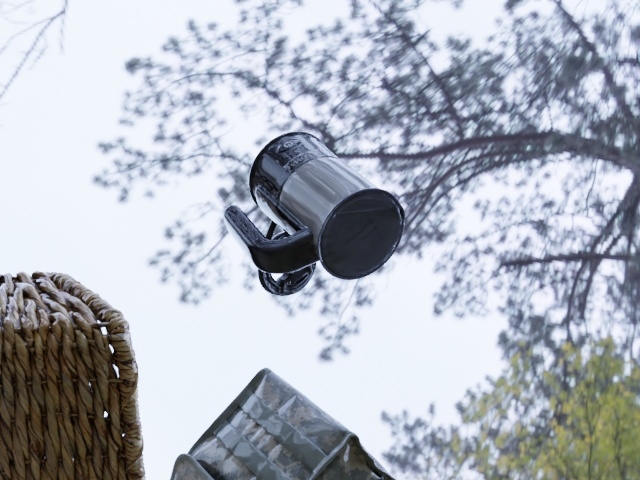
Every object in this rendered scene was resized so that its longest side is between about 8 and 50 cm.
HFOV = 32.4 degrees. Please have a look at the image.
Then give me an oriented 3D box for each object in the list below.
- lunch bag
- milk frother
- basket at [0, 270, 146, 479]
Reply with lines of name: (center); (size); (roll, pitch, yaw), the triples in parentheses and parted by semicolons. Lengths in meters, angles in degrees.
lunch bag: (-0.080, 0.353, 1.501); (0.287, 0.235, 0.169); (-47, -54, -10)
milk frother: (0.000, 0.000, 0.967); (0.129, 0.135, 0.143); (-41, -51, -5)
basket: (-0.282, 0.184, 1.154); (0.223, 0.213, 0.299); (-4, -71, -1)
